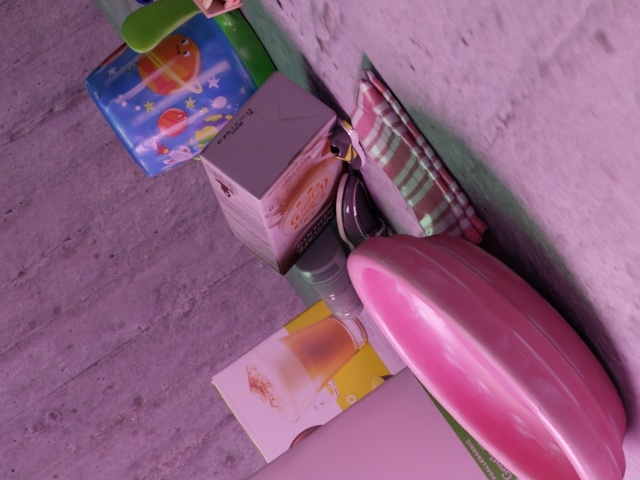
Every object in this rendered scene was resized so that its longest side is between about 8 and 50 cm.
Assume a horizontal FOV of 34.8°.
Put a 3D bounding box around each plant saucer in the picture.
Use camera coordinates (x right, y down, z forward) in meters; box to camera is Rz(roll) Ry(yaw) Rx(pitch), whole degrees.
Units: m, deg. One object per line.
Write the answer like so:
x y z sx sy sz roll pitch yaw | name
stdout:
0.164 0.113 0.955 0.332 0.084 0.332 46 170 11 | plant saucer

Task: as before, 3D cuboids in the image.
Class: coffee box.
0.012 0.321 2.050 0.338 0.334 0.338 55 173 5 | coffee box
-0.050 -0.075 1.256 0.098 0.141 0.246 37 166 17 | coffee box

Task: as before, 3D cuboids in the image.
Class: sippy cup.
-0.196 -0.214 1.432 0.305 0.224 0.240 60 173 -34 | sippy cup

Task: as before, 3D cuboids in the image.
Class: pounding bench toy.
-0.098 -0.295 1.119 0.052 0.083 0.065 52 141 10 | pounding bench toy

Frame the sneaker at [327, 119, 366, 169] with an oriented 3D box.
0.027 -0.107 1.180 0.031 0.035 0.083 52 172 33 | sneaker

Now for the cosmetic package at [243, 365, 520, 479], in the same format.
0.089 0.283 1.212 0.197 0.365 0.155 53 173 15 | cosmetic package

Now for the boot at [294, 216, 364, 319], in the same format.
0.000 0.000 1.455 0.258 0.095 0.123 -101 -15 -48 | boot

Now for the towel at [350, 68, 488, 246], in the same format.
0.087 -0.066 0.990 0.197 0.029 0.144 55 172 7 | towel

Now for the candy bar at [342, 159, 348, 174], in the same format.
0.018 -0.110 1.302 0.040 0.018 0.161 51 172 25 | candy bar

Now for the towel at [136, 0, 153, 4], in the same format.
-0.353 -0.537 1.675 0.308 0.076 0.228 48 163 49 | towel

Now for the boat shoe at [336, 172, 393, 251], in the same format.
0.071 -0.010 1.330 0.065 0.075 0.206 4 140 22 | boat shoe
